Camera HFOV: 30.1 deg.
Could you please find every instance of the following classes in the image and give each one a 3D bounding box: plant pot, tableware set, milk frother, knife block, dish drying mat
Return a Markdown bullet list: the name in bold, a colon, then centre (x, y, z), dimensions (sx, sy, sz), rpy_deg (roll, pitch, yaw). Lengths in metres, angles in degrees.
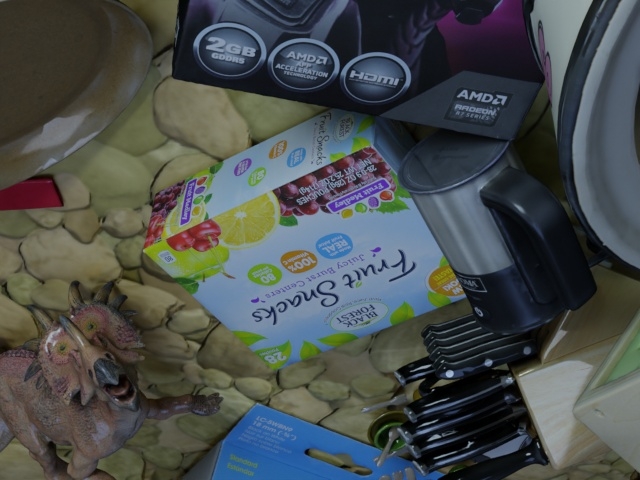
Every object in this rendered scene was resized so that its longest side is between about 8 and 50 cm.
- **plant pot**: centre (-0.223, -0.096, 0.779), dimensions (0.236, 0.032, 0.236), rpy_deg (-26, 164, -8)
- **tableware set**: centre (0.101, 0.201, 1.141), dimensions (0.104, 0.024, 0.154), rpy_deg (-17, 128, -3)
- **milk frother**: centre (0.151, -0.028, 0.829), dimensions (0.129, 0.143, 0.135), rpy_deg (4, 135, 46)
- **knife block**: centre (0.207, 0.125, 0.951), dimensions (0.275, 0.088, 0.242), rpy_deg (20, 109, -12)
- **dish drying mat**: centre (-0.247, -0.036, 0.942), dimensions (0.083, 0.008, 0.032), rpy_deg (-4, 137, 7)

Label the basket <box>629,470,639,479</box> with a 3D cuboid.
- **basket**: centre (0.445, 0.199, 1.029), dimensions (0.299, 0.213, 0.223), rpy_deg (26, 101, -32)

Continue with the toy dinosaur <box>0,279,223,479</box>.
- **toy dinosaur**: centre (-0.228, 0.130, 1.042), dimensions (0.295, 0.127, 0.200), rpy_deg (-12, 128, 33)

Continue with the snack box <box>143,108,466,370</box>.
- **snack box**: centre (0.000, 0.000, 0.918), dimensions (0.207, 0.070, 0.174), rpy_deg (-22, 131, 26)

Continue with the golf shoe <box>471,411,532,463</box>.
- **golf shoe**: centre (0.206, 0.133, 1.052), dimensions (0.198, 0.077, 0.094), rpy_deg (-27, 120, 19)

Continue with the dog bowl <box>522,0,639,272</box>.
- **dog bowl**: centre (0.284, -0.159, 0.600), dimensions (0.407, 0.150, 0.408), rpy_deg (-14, 144, -10)

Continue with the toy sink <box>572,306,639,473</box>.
- **toy sink**: centre (0.300, 0.050, 0.800), dimensions (0.131, 0.234, 0.153), rpy_deg (41, 155, 1)

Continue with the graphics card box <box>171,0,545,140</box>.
- **graphics card box**: centre (0.061, -0.230, 0.648), dimensions (0.232, 0.094, 0.371), rpy_deg (9, 138, -13)

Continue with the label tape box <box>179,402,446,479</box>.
- **label tape box**: centre (-0.050, 0.328, 1.244), dimensions (0.240, 0.106, 0.334), rpy_deg (23, 133, -21)
